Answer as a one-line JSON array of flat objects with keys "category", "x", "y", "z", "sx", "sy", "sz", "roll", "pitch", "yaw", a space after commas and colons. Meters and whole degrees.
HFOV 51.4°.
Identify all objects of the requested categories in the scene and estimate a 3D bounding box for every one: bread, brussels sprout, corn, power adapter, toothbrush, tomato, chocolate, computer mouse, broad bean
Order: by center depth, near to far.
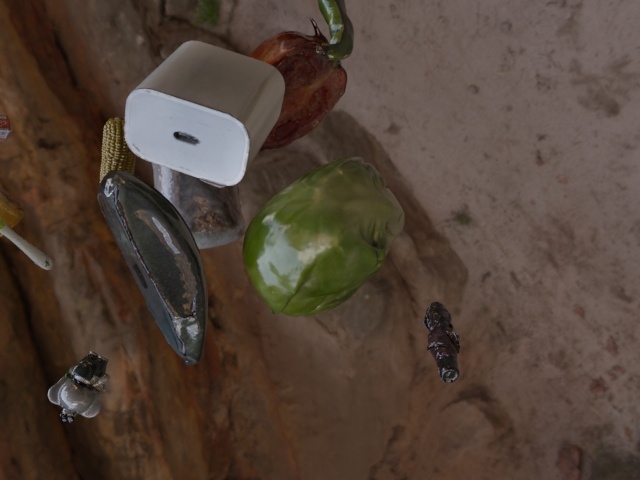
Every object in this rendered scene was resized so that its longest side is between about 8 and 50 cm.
[{"category": "toothbrush", "x": -0.478, "y": -0.036, "z": 0.945, "sx": 0.026, "sy": 0.022, "sz": 0.263, "roll": 1, "pitch": 145, "yaw": 32}, {"category": "broad bean", "x": 0.022, "y": -0.332, "z": 1.013, "sx": 0.046, "sy": 0.061, "sz": 0.195, "roll": -43, "pitch": 34, "yaw": 40}, {"category": "power adapter", "x": -0.161, "y": -0.215, "z": 1.029, "sx": 0.187, "sy": 0.255, "sz": 0.124, "roll": 19, "pitch": 130, "yaw": 2}, {"category": "bread", "x": -0.555, "y": -0.065, "z": 1.091, "sx": 0.132, "sy": 0.074, "sz": 0.053, "roll": 50, "pitch": -174, "yaw": -39}, {"category": "computer mouse", "x": -0.272, "y": 0.041, "z": 1.188, "sx": 0.203, "sy": 0.114, "sz": 0.374, "roll": 9, "pitch": 123, "yaw": 60}, {"category": "brussels sprout", "x": 0.000, "y": 0.000, "z": 1.231, "sx": 0.247, "sy": 0.328, "sz": 0.328, "roll": 62, "pitch": 152, "yaw": 3}, {"category": "chocolate", "x": -0.266, "y": -0.131, "z": 1.430, "sx": 0.100, "sy": 0.185, "sz": 0.303, "roll": -175, "pitch": 74, "yaw": -73}, {"category": "tomato", "x": -0.097, "y": -0.350, "z": 1.474, "sx": 0.170, "sy": 0.309, "sz": 0.309, "roll": 49, "pitch": 150, "yaw": 25}, {"category": "corn", "x": -0.463, "y": -0.167, "z": 1.526, "sx": 0.080, "sy": 0.080, "sz": 0.231, "roll": 8, "pitch": 93, "yaw": 57}]

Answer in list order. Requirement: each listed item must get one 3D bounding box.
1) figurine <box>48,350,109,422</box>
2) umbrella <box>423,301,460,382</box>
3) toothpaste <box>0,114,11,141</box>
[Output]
[{"category": "figurine", "x": -0.639, "y": 0.396, "z": 1.787, "sx": 0.147, "sy": 0.192, "sz": 0.126, "roll": 25, "pitch": 163, "yaw": 2}, {"category": "umbrella", "x": 0.348, "y": 0.288, "z": 1.913, "sx": 0.326, "sy": 0.094, "sz": 0.090, "roll": -82, "pitch": -6, "yaw": -62}, {"category": "toothpaste", "x": -0.728, "y": -0.229, "z": 1.327, "sx": 0.047, "sy": 0.196, "sz": 0.040, "roll": -33, "pitch": 69, "yaw": 42}]
